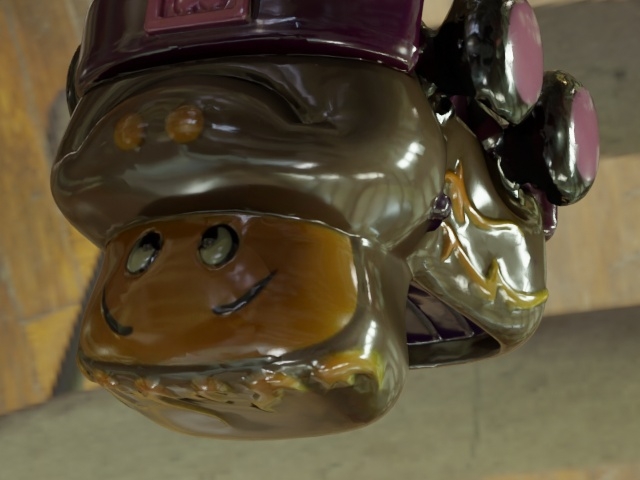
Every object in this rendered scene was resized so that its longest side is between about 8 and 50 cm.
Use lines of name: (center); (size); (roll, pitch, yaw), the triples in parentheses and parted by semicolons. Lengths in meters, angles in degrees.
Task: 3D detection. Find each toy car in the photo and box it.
toy car: (0.000, 0.000, 0.985); (0.341, 0.271, 0.240); (38, 53, -56)
